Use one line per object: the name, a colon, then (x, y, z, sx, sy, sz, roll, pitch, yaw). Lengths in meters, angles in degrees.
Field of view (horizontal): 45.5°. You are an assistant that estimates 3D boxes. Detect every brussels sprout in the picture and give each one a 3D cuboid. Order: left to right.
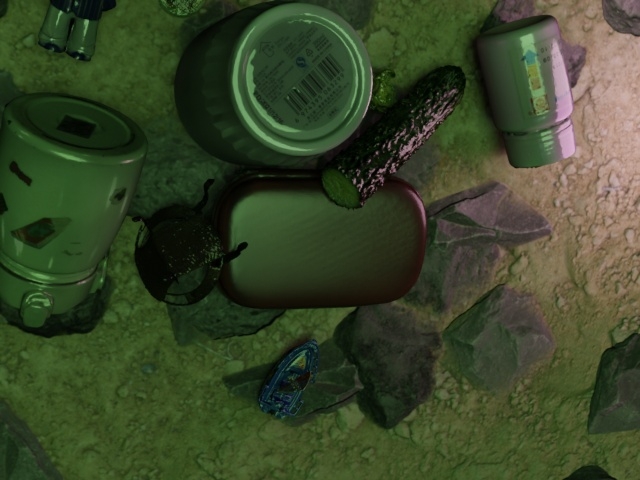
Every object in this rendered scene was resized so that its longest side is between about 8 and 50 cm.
brussels sprout: (0.111, -0.266, 1.384, 0.085, 0.058, 0.085, 1, 89, -47)

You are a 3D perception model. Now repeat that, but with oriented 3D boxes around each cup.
cup: (-0.077, -0.238, 1.176, 0.253, 0.371, 0.253, -2, 97, -18)

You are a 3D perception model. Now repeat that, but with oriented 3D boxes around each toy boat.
toy boat: (-0.047, 0.267, 1.448, 0.091, 0.110, 0.175, 28, 93, -21)

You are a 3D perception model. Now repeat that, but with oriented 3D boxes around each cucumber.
cucumber: (0.144, -0.197, 1.349, 0.359, 0.096, 0.096, -45, 114, -27)

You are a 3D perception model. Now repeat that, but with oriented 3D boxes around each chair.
chair: (-0.235, 0.016, 1.282, 0.149, 0.213, 0.174, -26, 82, -26)

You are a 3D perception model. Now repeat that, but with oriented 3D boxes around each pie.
pie: (-0.228, -0.411, 1.263, 0.085, 0.017, 0.085, -4, 106, -15)

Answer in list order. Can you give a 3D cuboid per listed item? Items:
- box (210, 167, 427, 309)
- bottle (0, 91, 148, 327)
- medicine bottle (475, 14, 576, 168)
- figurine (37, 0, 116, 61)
box: (0.000, 0.000, 1.390, 0.404, 0.108, 0.263, 1, 103, -17)
bottle: (-0.412, -0.037, 1.201, 0.229, 0.229, 0.351, 12, 121, -19)
medicine bottle: (0.385, -0.273, 1.410, 0.152, 0.152, 0.254, -22, 110, -10)
figurine: (-0.347, -0.418, 1.176, 0.194, 0.133, 0.274, -5, 116, -12)
